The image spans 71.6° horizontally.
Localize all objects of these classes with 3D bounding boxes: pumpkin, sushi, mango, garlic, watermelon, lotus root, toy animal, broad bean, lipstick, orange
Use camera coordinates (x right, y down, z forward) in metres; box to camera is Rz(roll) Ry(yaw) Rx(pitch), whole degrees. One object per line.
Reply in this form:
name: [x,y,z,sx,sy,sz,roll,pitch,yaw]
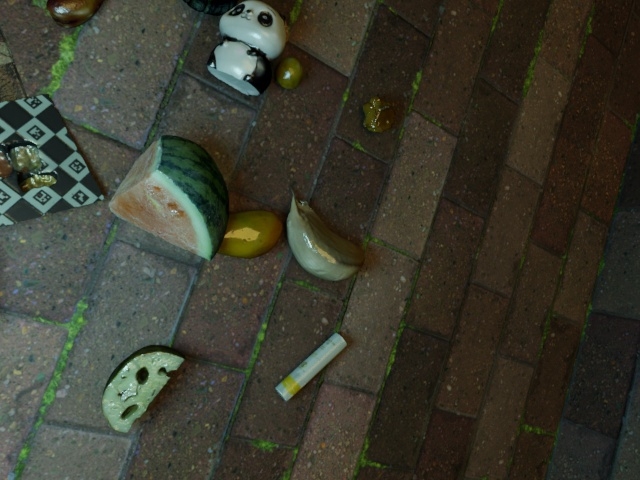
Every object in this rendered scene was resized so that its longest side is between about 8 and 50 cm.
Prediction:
pumpkin: [-0.305,-0.718,1.198,0.201,0.140,0.202,-5,100,-31]
sushi: [-0.727,-0.181,1.057,0.292,0.059,0.294,-27,94,-38]
mango: [-0.228,-0.013,1.277,0.253,0.113,0.139,-11,96,-23]
garlic: [-0.013,0.003,1.391,0.338,0.151,0.196,38,49,-14]
watermelon: [-0.371,-0.091,1.121,0.292,0.250,0.283,-39,147,-2]
lotus root: [-0.474,0.368,1.170,0.235,0.119,0.138,-47,110,-15]
toy animal: [-0.196,-0.539,1.229,0.187,0.165,0.235,24,97,8]
broad bean: [-0.601,-0.603,1.095,0.114,0.084,0.165,21,76,-22]
lipstick: [-0.026,0.401,1.419,0.264,0.059,0.059,-39,107,-20]
orange: [-0.092,-0.509,1.343,0.085,0.085,0.095,25,83,-24]

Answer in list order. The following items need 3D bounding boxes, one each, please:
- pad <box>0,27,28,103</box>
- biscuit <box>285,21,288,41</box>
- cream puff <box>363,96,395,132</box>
pad: [-0.853,-0.461,1.021,0.219,0.004,0.331,-21,101,-24]
biscuit: [-0.161,-0.617,1.338,0.140,0.023,0.118,-9,98,-25]
cream puff: [0.189,-0.416,1.480,0.116,0.094,0.122,-45,132,-14]
